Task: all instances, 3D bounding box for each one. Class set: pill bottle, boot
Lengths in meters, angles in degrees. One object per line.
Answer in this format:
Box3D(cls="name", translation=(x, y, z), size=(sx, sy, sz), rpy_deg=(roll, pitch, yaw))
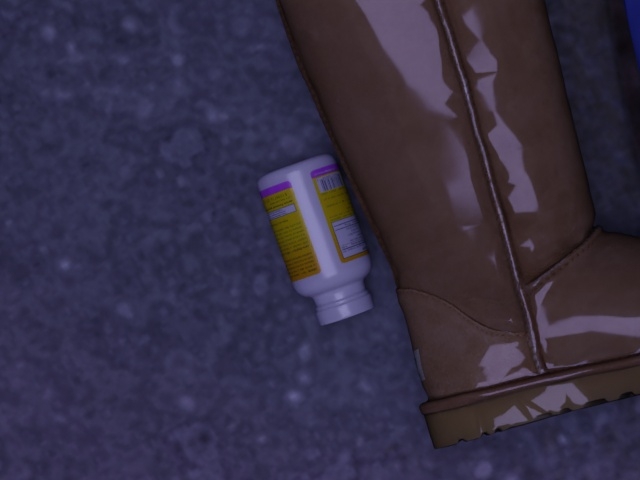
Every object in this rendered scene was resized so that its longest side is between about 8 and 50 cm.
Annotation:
Box3D(cls="pill bottle", translation=(0.000, 0.000, 0.977), size=(0.043, 0.043, 0.083), rpy_deg=(-19, 90, 8))
Box3D(cls="boot", translation=(0.119, -0.053, 0.938), size=(0.236, 0.089, 0.269), rpy_deg=(-16, 87, 2))

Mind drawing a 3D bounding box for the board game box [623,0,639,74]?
Box3D(cls="board game box", translation=(0.286, -0.003, 0.870), size=(0.233, 0.078, 0.347), rpy_deg=(-13, 91, -21))
